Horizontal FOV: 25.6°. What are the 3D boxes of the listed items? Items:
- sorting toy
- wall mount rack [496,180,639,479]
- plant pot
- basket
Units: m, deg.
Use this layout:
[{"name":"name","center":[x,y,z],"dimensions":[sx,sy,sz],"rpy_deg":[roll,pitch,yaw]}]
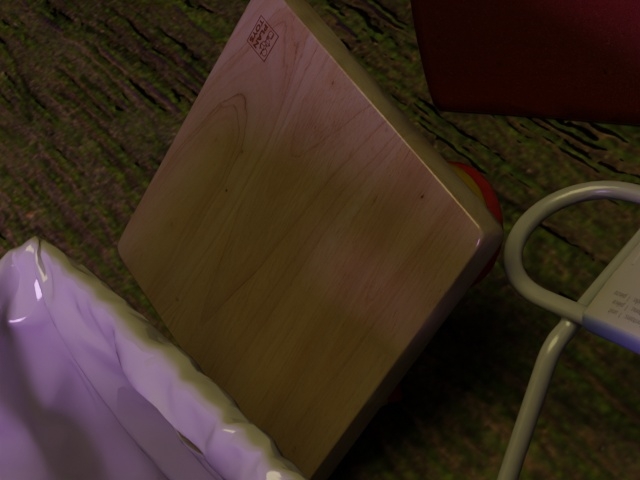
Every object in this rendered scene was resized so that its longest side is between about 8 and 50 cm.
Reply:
[{"name":"sorting toy","center":[0.000,0.000,0.987],"dimensions":[0.255,0.089,0.257],"rpy_deg":[52,125,29]},{"name":"wall mount rack","center":[0.237,0.107,0.817],"dimensions":[0.350,0.130,0.304],"rpy_deg":[24,62,42]},{"name":"plant pot","center":[0.211,-0.269,1.088],"dimensions":[0.267,0.235,0.267],"rpy_deg":[9,56,35]},{"name":"basket","center":[-0.143,0.241,0.796],"dimensions":[0.331,0.266,0.328],"rpy_deg":[-44,44,-11]}]
